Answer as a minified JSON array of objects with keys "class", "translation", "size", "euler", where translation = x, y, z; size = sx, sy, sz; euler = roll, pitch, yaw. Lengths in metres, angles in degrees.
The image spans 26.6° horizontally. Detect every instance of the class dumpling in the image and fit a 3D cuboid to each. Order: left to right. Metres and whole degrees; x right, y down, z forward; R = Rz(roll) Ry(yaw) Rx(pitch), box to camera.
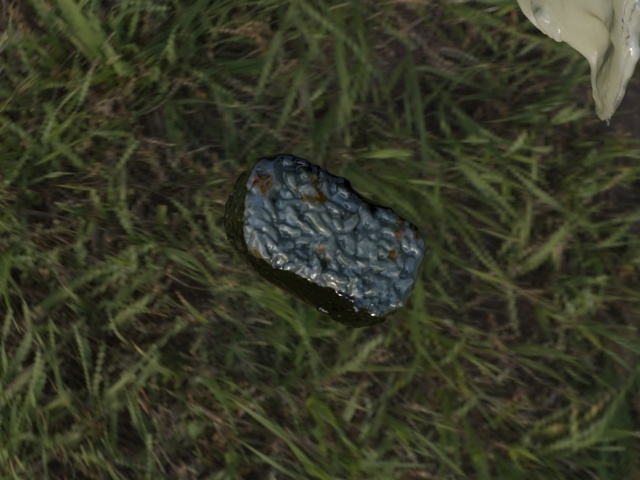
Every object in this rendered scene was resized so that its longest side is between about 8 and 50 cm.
[{"class":"dumpling","translation":[0.329,-0.283,1.471],"size":[0.233,0.395,0.316],"euler":[-2,108,5]}]

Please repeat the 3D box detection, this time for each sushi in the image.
[{"class":"sushi","translation":[0.000,0.000,1.475],"size":[0.225,0.126,0.136],"euler":[28,69,-3]}]
